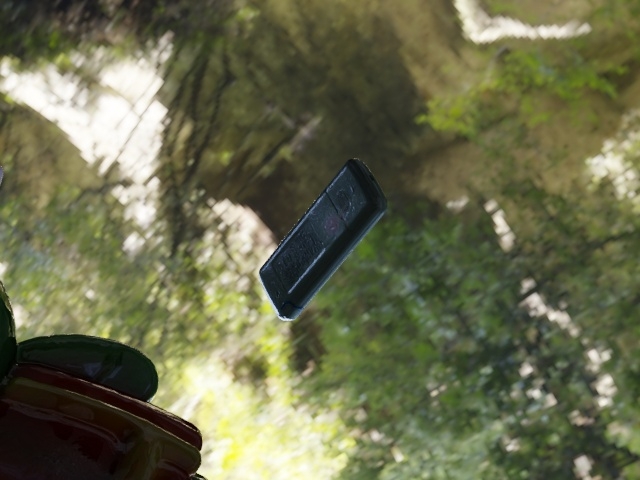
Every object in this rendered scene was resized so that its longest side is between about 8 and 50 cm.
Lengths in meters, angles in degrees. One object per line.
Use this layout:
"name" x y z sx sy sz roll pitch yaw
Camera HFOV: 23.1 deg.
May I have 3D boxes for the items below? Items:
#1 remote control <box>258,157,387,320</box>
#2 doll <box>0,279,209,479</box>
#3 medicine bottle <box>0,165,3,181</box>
"remote control" 0.000 0.000 1.098 0.018 0.124 0.053 13 -144 -42
"doll" -0.217 0.052 0.643 0.363 0.160 0.183 29 -121 -2
"medicine bottle" -0.376 0.036 1.324 0.152 0.152 0.254 20 -102 -22
